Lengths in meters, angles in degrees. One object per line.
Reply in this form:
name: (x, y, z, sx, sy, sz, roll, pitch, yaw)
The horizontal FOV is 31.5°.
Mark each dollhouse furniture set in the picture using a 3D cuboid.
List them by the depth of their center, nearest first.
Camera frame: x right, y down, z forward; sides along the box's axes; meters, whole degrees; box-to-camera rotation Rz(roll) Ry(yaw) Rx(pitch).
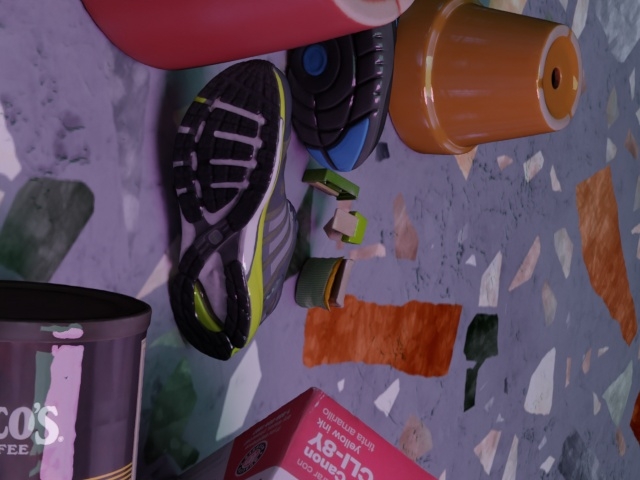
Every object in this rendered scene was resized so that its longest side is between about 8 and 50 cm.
dollhouse furniture set: (0.000, 0.000, 1.265, 0.059, 0.076, 0.151, 25, 74, -40)

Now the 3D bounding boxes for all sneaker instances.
sneaker: (-0.075, -0.037, 1.115, 0.121, 0.111, 0.299, -38, 144, -58)
sneaker: (0.051, -0.245, 1.237, 0.140, 0.125, 0.340, -7, 103, -55)

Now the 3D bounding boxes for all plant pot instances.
plant pot: (-0.050, -0.284, 0.992, 0.275, 0.243, 0.274, -14, 108, -51)
plant pot: (0.214, -0.204, 1.412, 0.205, 0.188, 0.205, -14, 108, -52)

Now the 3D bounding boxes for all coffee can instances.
coffee can: (-0.238, 0.178, 0.856, 0.202, 0.202, 0.275, -2, 98, -54)

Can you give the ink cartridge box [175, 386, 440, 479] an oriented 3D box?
ink cartridge box: (-0.088, 0.350, 0.955, 0.160, 0.279, 0.384, 40, 47, -11)
